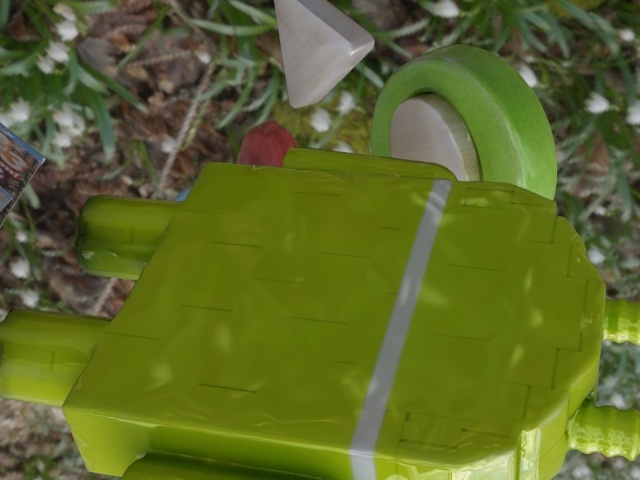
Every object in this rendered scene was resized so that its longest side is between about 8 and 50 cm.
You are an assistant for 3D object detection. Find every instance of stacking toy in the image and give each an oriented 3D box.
[{"bbox_3d":[0.000,0.000,0.658,0.130,0.309,0.280,-21,130,-36],"label":"stacking toy"}]

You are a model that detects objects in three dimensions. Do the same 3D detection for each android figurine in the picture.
[{"bbox_3d":[0.005,0.038,0.443,0.248,0.272,0.056,-69,160,-47],"label":"android figurine"}]

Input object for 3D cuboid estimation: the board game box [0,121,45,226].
[{"bbox_3d":[-0.407,-0.004,0.949,0.141,0.291,0.232,41,100,-17],"label":"board game box"}]
